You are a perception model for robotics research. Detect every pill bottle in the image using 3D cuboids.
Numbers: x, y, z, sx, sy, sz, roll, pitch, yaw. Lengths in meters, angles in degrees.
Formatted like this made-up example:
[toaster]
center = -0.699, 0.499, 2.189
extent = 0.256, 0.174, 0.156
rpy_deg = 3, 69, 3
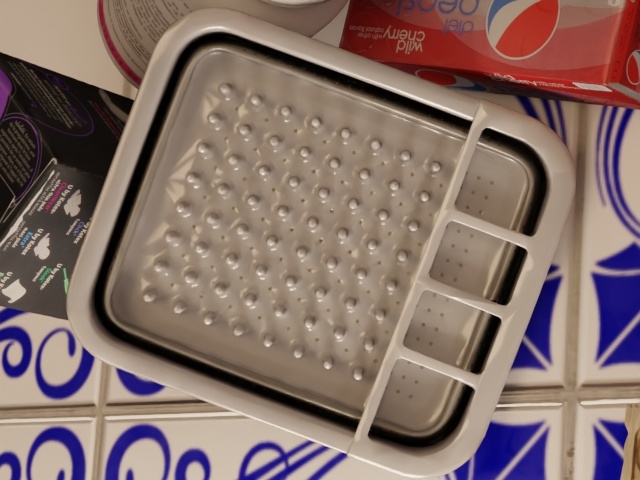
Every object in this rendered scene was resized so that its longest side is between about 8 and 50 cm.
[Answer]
[pill bottle]
center = -0.065, -0.218, 1.534
extent = 0.283, 0.160, 0.160
rpy_deg = 151, 123, -63

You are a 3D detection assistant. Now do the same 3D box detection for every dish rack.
[dish rack]
center = 0.000, 0.000, 1.454
extent = 0.333, 0.072, 0.285
rpy_deg = 20, 94, 0

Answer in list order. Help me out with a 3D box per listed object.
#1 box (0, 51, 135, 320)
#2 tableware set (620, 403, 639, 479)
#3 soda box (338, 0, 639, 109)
[box]
center = -0.193, -0.031, 1.588
extent = 0.143, 0.270, 0.165
rpy_deg = -52, 51, 18
[tableware set]
center = 0.282, 0.126, 1.310
extent = 0.169, 0.020, 0.141
rpy_deg = 22, 93, 42
[soda box]
center = 0.141, -0.162, 1.463
extent = 0.263, 0.083, 0.092
rpy_deg = 10, 86, 41
